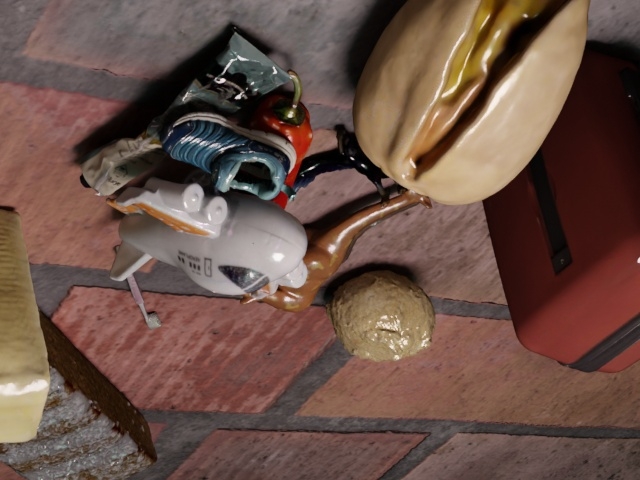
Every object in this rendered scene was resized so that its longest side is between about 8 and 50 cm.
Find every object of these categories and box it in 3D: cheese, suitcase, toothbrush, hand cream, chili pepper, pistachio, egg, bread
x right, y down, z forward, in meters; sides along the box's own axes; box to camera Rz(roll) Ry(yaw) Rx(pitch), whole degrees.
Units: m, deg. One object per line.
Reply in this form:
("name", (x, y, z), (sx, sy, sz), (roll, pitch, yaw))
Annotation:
("cheese", (-0.424, 0.083, 1.471), (0.266, 0.242, 0.124), (0, 136, -24))
("suitcase", (0.295, -0.030, 1.553), (0.161, 0.297, 0.236), (17, 137, -30))
("toothbrush", (-0.217, 0.060, 1.745), (0.017, 0.014, 0.194), (-15, 149, 0))
("hand cream", (-0.147, -0.121, 1.456), (0.248, 0.052, 0.075), (-35, 150, 24))
("chili pepper", (-0.051, -0.083, 1.536), (0.071, 0.063, 0.272), (22, 144, 3))
("pistachio", (0.146, -0.159, 1.413), (0.187, 0.187, 0.299), (6, 136, -32))
("egg", (0.076, 0.095, 1.834), (0.140, 0.116, 0.118), (17, 168, -1))
("bread", (-0.349, 0.211, 1.839), (0.165, 0.113, 0.416), (-17, 150, 7))

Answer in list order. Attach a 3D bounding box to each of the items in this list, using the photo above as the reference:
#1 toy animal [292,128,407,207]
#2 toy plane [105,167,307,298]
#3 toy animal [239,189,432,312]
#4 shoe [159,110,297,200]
("toy animal", (0.050, -0.088, 1.595), (0.220, 0.062, 0.108), (-31, 126, 26))
("toy plane", (-0.120, 0.001, 1.531), (0.245, 0.117, 0.244), (20, 164, 6))
("toy animal", (0.000, 0.000, 1.701), (0.230, 0.066, 0.224), (4, 130, -13))
("shoe", (-0.090, -0.078, 1.432), (0.143, 0.071, 0.064), (18, 133, -24))
